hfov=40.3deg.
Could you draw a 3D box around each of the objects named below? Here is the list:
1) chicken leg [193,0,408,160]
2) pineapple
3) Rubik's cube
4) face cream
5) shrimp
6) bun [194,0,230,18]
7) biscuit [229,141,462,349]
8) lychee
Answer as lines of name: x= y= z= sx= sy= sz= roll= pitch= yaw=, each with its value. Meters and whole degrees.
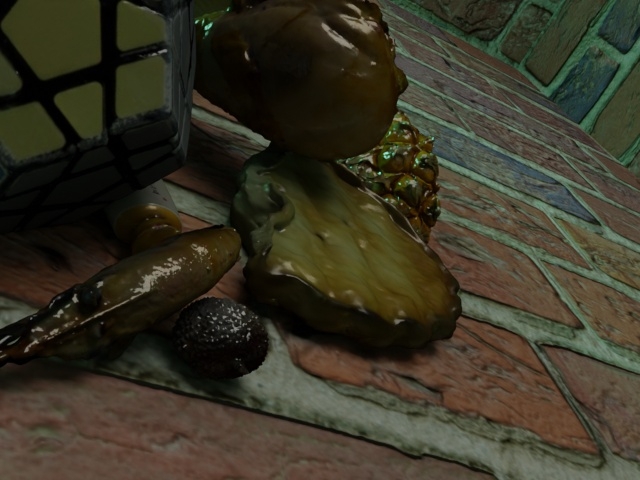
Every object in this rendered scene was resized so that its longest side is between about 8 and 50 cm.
chicken leg: x=-0.074 y=-0.251 z=1.015 sx=0.409 sy=0.295 sz=0.182 roll=11 pitch=2 yaw=33
pineapple: x=0.057 y=-0.110 z=1.150 sx=0.164 sy=0.139 sz=0.249 roll=16 pitch=30 yaw=-31
Rubik's cube: x=-0.238 y=-0.158 z=0.690 sx=0.319 sy=0.319 sz=0.264 roll=33 pitch=49 yaw=2
face cream: x=-0.177 y=-0.046 z=0.818 sx=0.072 sy=0.051 sz=0.182 roll=18 pitch=27 yaw=-39
shrimp: x=-0.157 y=0.054 z=0.644 sx=0.262 sy=0.117 sz=0.066 roll=-28 pitch=95 yaw=-46
bun: x=-0.211 y=-0.461 z=1.249 sx=0.364 sy=0.202 sz=0.364 roll=28 pitch=-13 yaw=7
biscuit: x=0.000 y=0.000 z=0.929 sx=0.329 sy=0.078 sz=0.335 roll=43 pitch=25 yaw=19
lychee: x=-0.077 y=0.078 z=0.678 sx=0.083 sy=0.068 sz=0.067 roll=43 pitch=-17 yaw=33
